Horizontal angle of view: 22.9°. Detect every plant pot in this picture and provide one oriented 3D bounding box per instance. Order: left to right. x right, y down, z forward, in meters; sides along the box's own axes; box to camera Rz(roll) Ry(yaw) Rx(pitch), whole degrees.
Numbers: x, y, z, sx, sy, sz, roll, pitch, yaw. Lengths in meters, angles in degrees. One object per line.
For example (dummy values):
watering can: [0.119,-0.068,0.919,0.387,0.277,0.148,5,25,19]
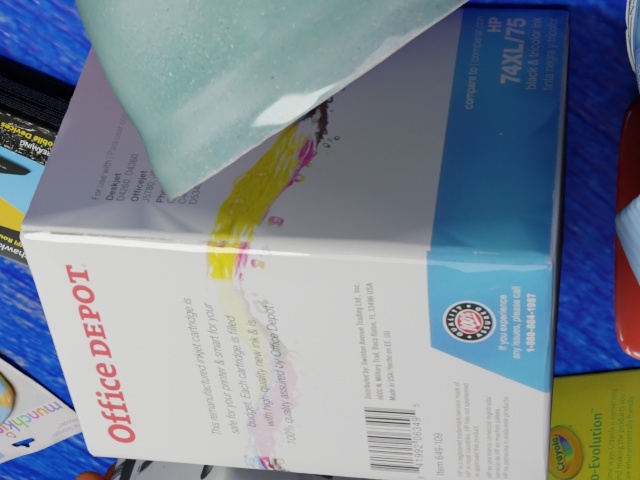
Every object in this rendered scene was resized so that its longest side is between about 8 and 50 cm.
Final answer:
plant pot: [0.000,-0.178,0.677,0.293,0.293,0.196,-31,97,37]

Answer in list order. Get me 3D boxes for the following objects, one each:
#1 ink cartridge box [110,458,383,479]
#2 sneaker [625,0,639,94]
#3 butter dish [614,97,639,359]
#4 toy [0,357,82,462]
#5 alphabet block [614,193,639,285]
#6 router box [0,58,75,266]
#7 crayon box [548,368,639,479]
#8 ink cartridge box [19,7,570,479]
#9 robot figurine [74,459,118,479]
ink cartridge box: [-0.055,0.165,1.035,0.114,0.273,0.197,33,133,-17]
sneaker: [0.240,-0.147,0.724,0.129,0.147,0.330,20,138,-8]
butter dish: [0.244,0.009,0.911,0.159,0.160,0.118,4,162,3]
toy: [-0.307,0.116,1.197,0.137,0.056,0.237,-23,127,34]
alphabet block: [0.275,0.023,0.743,0.197,0.192,0.193,-25,175,0]
router box: [-0.227,-0.060,0.997,0.179,0.046,0.133,22,137,-11]
crayon box: [0.245,0.177,1.031,0.318,0.202,0.081,-7,134,21]
ink cartridge box: [0.000,0.000,0.898,0.270,0.197,0.198,3,137,9]
robot figurine: [-0.115,0.244,1.168,0.128,0.219,0.158,-2,135,15]
